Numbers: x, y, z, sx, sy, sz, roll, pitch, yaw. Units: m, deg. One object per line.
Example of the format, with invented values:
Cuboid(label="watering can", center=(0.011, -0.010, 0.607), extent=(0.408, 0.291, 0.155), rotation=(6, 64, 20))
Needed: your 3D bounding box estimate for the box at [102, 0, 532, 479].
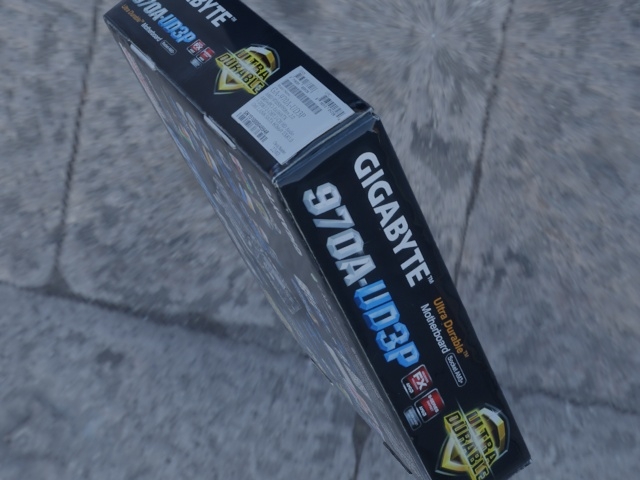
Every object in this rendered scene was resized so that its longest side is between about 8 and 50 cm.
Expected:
Cuboid(label="box", center=(0.000, 0.000, 0.697), extent=(0.051, 0.175, 0.220), rotation=(-35, 129, -9))
